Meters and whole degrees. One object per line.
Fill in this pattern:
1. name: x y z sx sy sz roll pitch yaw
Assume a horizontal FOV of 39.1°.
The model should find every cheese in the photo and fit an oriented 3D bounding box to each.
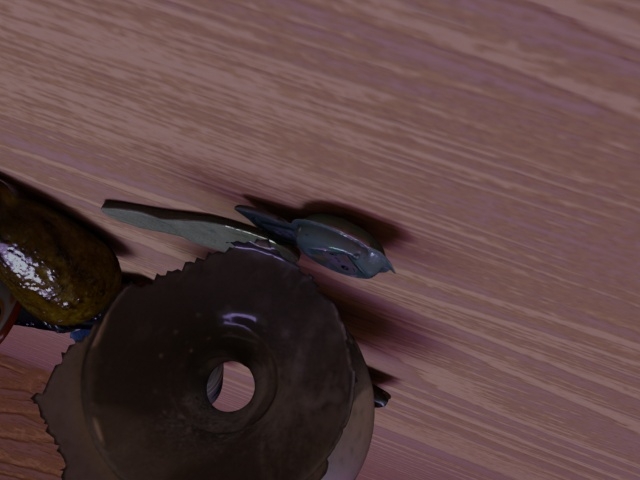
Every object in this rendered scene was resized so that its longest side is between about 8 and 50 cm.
1. cheese: 0.000 0.000 0.610 0.121 0.026 0.067 16 161 38

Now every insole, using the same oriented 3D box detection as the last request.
1. insole: -0.102 -0.008 0.736 0.192 0.010 0.063 11 159 30

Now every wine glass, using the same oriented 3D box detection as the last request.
1. wine glass: -0.069 0.140 0.755 0.238 0.238 0.323 19 163 10

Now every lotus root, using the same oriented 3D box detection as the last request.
1. lotus root: -0.269 0.013 0.867 0.108 0.094 0.190 -20 144 11

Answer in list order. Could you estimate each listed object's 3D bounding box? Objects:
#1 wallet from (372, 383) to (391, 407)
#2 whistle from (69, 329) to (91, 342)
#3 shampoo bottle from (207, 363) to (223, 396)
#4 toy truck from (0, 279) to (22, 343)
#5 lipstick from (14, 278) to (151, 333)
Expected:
1. wallet: -0.036 0.137 1.041 0.232 0.031 0.122 25 163 -6
2. whistle: -0.276 0.115 1.216 0.062 0.062 0.304 29 161 -22
3. shampoo bottle: -0.173 0.173 1.200 0.092 0.092 0.303 22 163 -1
4. toy truck: -0.393 0.014 0.866 0.265 0.189 0.239 31 152 -30
5. lipstick: -0.301 0.074 1.092 0.300 0.081 0.081 0 153 43
